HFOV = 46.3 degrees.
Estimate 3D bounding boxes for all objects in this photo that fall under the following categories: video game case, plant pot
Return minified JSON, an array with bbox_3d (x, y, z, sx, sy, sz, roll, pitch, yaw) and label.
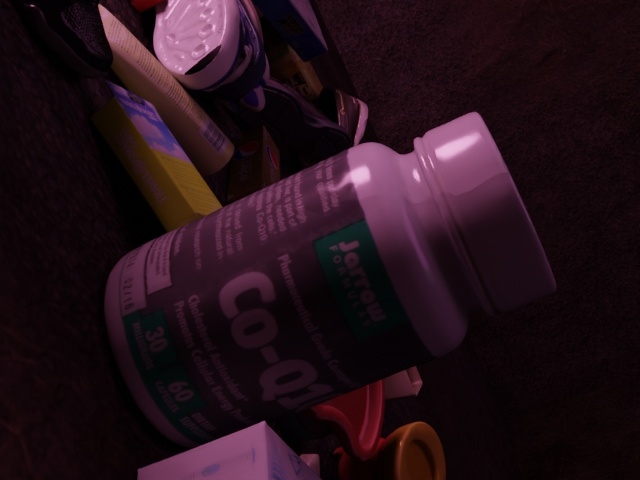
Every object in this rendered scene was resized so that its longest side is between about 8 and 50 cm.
[{"bbox_3d":[-0.093,-0.503,1.411,0.269,0.061,0.244,35,34,-63],"label":"video game case"},{"bbox_3d":[0.114,0.234,1.345,0.109,0.096,0.109,67,12,4],"label":"plant pot"}]

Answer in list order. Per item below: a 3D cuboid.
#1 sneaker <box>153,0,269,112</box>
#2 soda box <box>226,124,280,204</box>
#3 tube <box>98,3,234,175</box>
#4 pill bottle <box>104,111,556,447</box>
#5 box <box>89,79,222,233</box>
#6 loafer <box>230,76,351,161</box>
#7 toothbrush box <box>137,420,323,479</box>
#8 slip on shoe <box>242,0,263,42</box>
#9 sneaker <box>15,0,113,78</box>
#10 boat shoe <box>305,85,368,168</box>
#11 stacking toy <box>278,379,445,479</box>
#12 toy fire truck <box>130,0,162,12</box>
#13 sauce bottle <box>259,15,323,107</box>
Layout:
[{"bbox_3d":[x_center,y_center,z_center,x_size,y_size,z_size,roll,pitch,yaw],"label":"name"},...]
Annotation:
[{"bbox_3d":[-0.130,-0.258,1.088,0.236,0.130,0.323,46,12,-42],"label":"sneaker"},{"bbox_3d":[-0.100,-0.101,1.145,0.058,0.061,0.181,58,16,-35],"label":"soda box"},{"bbox_3d":[-0.199,-0.181,0.919,0.070,0.062,0.240,14,-29,48],"label":"tube"},{"bbox_3d":[0.008,0.035,0.683,0.204,0.361,0.204,60,14,-25],"label":"pill bottle"},{"bbox_3d":[-0.171,-0.080,0.803,0.178,0.042,0.109,54,9,13],"label":"box"},{"bbox_3d":[-0.067,-0.228,1.367,0.302,0.109,0.095,21,28,-48],"label":"loafer"},{"bbox_3d":[-0.022,0.321,0.601,0.295,0.126,0.216,55,18,-38],"label":"toothbrush box"},{"bbox_3d":[-0.197,-0.412,1.238,0.101,0.123,0.331,-53,132,-35],"label":"slip on shoe"},{"bbox_3d":[-0.245,-0.283,0.744,0.087,0.130,0.228,-45,113,-74],"label":"sneaker"},{"bbox_3d":[0.019,-0.167,1.529,0.096,0.116,0.325,28,62,-34],"label":"boat shoe"},{"bbox_3d":[0.011,0.288,0.940,0.309,0.130,0.279,58,42,-23],"label":"stacking toy"},{"bbox_3d":[-0.278,-0.424,1.024,0.135,0.047,0.192,42,27,-62],"label":"toy fire truck"},{"bbox_3d":[-0.046,-0.317,1.618,0.344,0.111,0.111,56,17,-33],"label":"sauce bottle"}]
